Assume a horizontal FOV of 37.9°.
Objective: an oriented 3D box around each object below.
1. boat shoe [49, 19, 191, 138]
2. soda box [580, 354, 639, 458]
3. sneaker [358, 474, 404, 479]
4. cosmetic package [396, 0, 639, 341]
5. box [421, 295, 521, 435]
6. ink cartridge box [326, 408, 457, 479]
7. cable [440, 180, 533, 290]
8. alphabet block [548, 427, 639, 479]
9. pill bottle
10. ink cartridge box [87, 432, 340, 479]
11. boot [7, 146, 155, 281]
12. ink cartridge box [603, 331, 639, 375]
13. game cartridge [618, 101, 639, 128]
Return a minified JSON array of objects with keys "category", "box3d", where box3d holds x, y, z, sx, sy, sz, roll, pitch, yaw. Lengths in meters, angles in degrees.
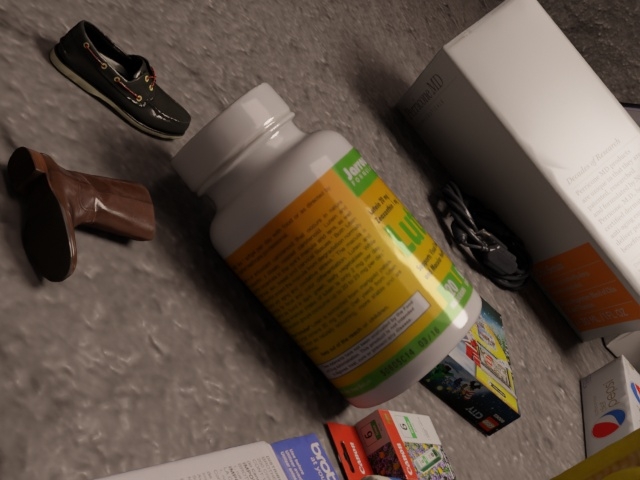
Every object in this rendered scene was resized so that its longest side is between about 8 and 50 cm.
[{"category":"boat shoe","box3d":[-0.156,-0.129,0.768,0.133,0.042,0.049,35,26,-35]},{"category":"soda box","box3d":[0.373,0.233,1.144,0.074,0.069,0.216,48,25,-9]},{"category":"sneaker","box3d":[0.081,0.234,0.646,0.085,0.058,0.152,16,35,-40]},{"category":"cosmetic package","box3d":[0.327,-0.090,1.289,0.453,0.161,0.230,52,-16,3]},{"category":"box","box3d":[0.102,0.069,0.931,0.233,0.044,0.159,41,26,-22]},{"category":"ink cartridge box","box3d":[0.058,0.167,0.734,0.115,0.029,0.062,20,39,-49]},{"category":"cable","box3d":[0.222,-0.006,1.259,0.184,0.047,0.150,27,27,-44]},{"category":"alphabet block","box3d":[0.306,0.297,0.792,0.197,0.192,0.193,46,23,-10]},{"category":"pill bottle","box3d":[0.000,0.000,0.737,0.245,0.136,0.136,49,24,-4]},{"category":"ink cartridge box","box3d":[-0.062,0.200,0.440,0.311,0.065,0.185,2,53,-57]},{"category":"boot","box3d":[-0.147,-0.009,0.625,0.114,0.037,0.106,23,38,-55]},{"category":"ink cartridge box","box3d":[0.530,0.133,1.533,0.158,0.092,0.218,42,24,-19]},{"category":"game cartridge","box3d":[0.458,-0.089,1.321,0.355,0.068,0.230,24,-37,58]}]
